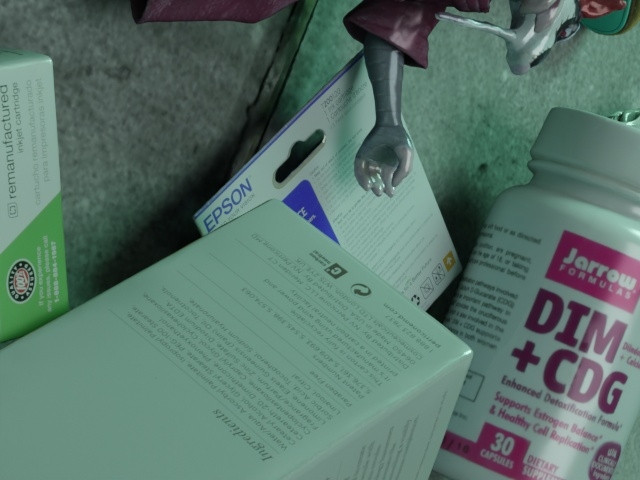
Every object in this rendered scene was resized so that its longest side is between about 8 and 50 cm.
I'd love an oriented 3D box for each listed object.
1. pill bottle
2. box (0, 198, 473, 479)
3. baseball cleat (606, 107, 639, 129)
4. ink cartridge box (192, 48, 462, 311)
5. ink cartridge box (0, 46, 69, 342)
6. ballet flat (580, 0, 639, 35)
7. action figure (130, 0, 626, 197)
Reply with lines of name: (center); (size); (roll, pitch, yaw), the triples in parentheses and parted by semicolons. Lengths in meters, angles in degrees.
pill bottle: (0.179, 0.055, 1.421); (0.160, 0.160, 0.283); (25, 87, -47)
box: (-0.103, 0.160, 1.101); (0.345, 0.168, 0.215); (-30, 148, -40)
baseball cleat: (0.291, -0.052, 1.608); (0.206, 0.072, 0.109); (27, 63, -56)
ink cartridge box: (0.000, 0.000, 1.323); (0.206, 0.045, 0.208); (-46, 129, -32)
ink cartridge box: (-0.250, -0.011, 1.016); (0.219, 0.093, 0.160); (-17, 111, -45)
ballet flat: (0.237, -0.263, 1.469); (0.073, 0.080, 0.232); (-53, 161, -39)
action figure: (0.038, -0.205, 1.216); (0.370, 0.248, 0.275); (12, 58, -39)
